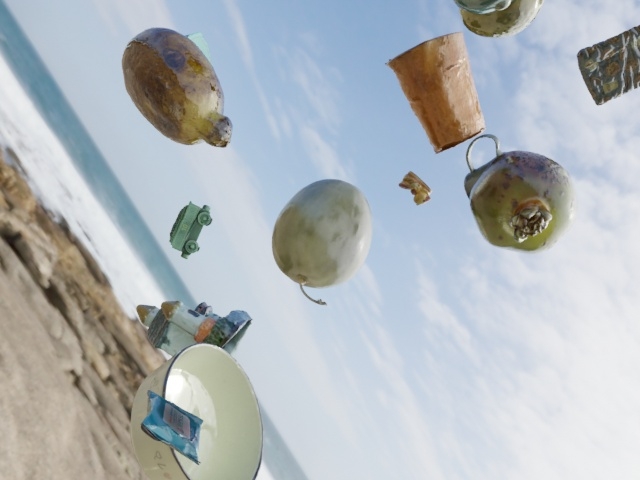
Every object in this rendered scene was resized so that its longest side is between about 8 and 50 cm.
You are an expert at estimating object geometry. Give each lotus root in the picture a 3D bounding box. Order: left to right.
[{"bbox_3d":[-0.249,-0.260,1.167,0.314,0.141,0.169,49,-20,32],"label":"lotus root"}]

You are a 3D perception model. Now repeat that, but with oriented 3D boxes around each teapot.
[{"bbox_3d":[0.437,-0.146,1.590,0.239,0.162,0.149,49,-46,6],"label":"teapot"}]

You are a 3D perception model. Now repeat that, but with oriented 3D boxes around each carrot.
[{"bbox_3d":[0.293,-0.349,1.646,0.254,0.196,0.196,68,-12,-6],"label":"carrot"}]

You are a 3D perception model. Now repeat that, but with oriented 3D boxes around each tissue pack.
[{"bbox_3d":[-0.182,0.226,0.830,0.085,0.028,0.138,36,2,-10],"label":"tissue pack"}]

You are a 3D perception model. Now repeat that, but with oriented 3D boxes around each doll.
[{"bbox_3d":[0.342,-0.494,1.326,0.261,0.177,0.161,6,61,-65],"label":"doll"}]

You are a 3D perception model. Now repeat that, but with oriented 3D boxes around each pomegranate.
[{"bbox_3d":[0.364,-0.058,1.257,0.198,0.246,0.198,20,-51,27],"label":"pomegranate"}]

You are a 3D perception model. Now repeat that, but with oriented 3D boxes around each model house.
[{"bbox_3d":[-0.350,0.221,1.780,0.291,0.184,0.253,27,6,7],"label":"model house"}]

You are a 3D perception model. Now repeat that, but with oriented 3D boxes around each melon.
[{"bbox_3d":[0.008,-0.012,1.777,0.272,0.308,0.271,37,-29,24],"label":"melon"}]

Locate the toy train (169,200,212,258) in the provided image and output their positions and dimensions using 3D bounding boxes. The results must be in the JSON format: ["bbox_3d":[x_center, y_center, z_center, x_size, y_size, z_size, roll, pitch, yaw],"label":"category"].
[{"bbox_3d":[-0.386,-0.033,2.016,0.099,0.172,0.070,25,-7,-12],"label":"toy train"}]

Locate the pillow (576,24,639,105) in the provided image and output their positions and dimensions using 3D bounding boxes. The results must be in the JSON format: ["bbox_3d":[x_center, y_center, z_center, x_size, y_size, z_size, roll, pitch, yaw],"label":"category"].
[{"bbox_3d":[0.829,-0.480,1.818,0.189,0.256,0.034,52,28,-35],"label":"pillow"}]

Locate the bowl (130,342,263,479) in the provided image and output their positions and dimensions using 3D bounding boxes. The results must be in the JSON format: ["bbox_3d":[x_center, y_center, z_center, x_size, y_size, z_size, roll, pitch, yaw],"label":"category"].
[{"bbox_3d":[-0.201,0.284,1.044,0.238,0.126,0.237,44,35,-43],"label":"bowl"}]

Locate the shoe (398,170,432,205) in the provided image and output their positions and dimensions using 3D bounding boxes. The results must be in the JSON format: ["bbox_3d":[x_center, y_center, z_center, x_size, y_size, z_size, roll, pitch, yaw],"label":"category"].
[{"bbox_3d":[0.302,-0.165,2.165,0.109,0.069,0.072,47,7,-9],"label":"shoe"}]

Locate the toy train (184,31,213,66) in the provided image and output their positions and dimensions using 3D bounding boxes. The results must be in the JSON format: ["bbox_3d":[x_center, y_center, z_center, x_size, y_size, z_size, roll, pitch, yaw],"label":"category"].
[{"bbox_3d":[-0.294,-0.348,1.462,0.154,0.107,0.197,-51,134,-58],"label":"toy train"}]
